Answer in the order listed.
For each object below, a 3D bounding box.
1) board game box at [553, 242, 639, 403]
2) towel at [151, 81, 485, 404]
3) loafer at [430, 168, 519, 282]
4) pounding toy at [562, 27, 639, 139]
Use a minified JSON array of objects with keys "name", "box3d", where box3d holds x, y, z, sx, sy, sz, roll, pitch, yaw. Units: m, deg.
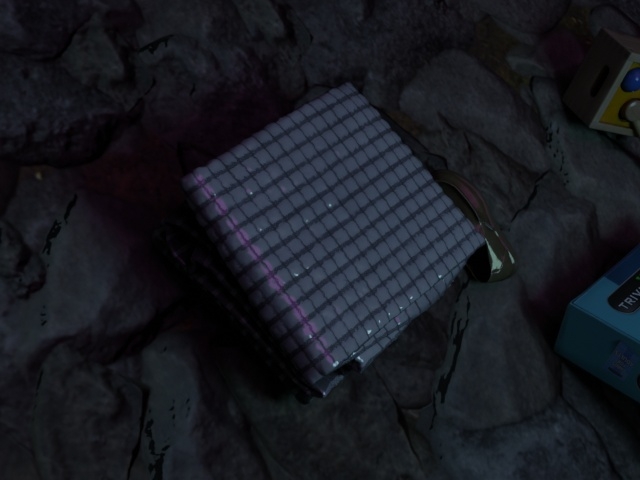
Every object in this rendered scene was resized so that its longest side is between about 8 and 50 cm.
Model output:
[{"name":"board game box","box3d":[0.474,0.126,1.250,0.336,0.079,0.254,32,43,28]},{"name":"towel","box3d":[0.000,0.000,1.092,0.235,0.121,0.284,52,48,0]},{"name":"loafer","box3d":[0.164,-0.014,1.244,0.148,0.056,0.050,51,43,2]},{"name":"pounding toy","box3d":[0.404,-0.181,1.454,0.130,0.141,0.100,6,33,-30]}]
